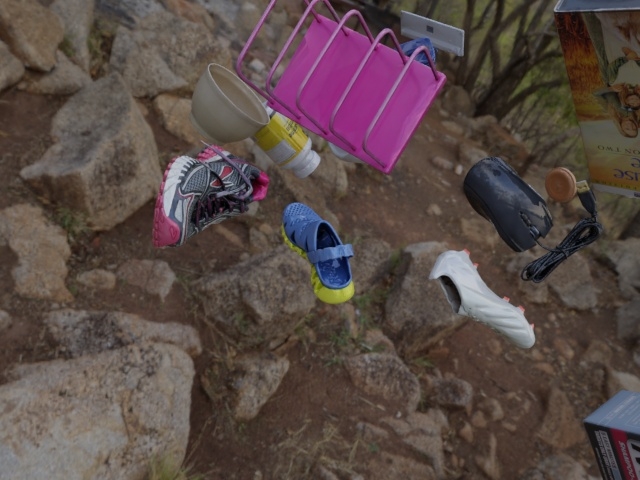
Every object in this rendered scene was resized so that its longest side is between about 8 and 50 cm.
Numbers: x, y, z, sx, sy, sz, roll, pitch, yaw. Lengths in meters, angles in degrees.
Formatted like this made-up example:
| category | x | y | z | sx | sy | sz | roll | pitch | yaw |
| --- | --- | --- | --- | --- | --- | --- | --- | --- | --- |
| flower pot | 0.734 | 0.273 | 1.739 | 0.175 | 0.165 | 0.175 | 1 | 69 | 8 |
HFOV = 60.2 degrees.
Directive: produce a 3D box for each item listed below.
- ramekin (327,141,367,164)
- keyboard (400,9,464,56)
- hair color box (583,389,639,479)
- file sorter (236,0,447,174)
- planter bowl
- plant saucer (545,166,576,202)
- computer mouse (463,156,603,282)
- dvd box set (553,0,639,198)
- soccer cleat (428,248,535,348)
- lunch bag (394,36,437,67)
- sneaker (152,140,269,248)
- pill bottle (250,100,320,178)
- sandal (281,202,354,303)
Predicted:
| category | x | y | z | sx | sy | sz | roll | pitch | yaw |
| --- | --- | --- | --- | --- | --- | --- | --- | --- | --- |
| ramekin | 0.103 | -0.316 | 1.556 | 0.109 | 0.207 | 0.207 | -7 | 38 | -32 |
| keyboard | 0.313 | -0.592 | 1.571 | 0.014 | 0.072 | 0.256 | -24 | 43 | -25 |
| hair color box | 0.568 | 0.334 | 0.734 | 0.114 | 0.185 | 0.374 | -23 | 5 | -27 |
| file sorter | 0.032 | -0.286 | 0.967 | 0.291 | 0.202 | 0.182 | 33 | 7 | 20 |
| planter bowl | -0.200 | -0.263 | 1.129 | 0.162 | 0.109 | 0.162 | 42 | 22 | -21 |
| plant saucer | 0.564 | -0.130 | 1.304 | 0.013 | 0.083 | 0.083 | -15 | 41 | -25 |
| computer mouse | 0.379 | -0.055 | 0.947 | 0.262 | 0.184 | 0.060 | 50 | 7 | -18 |
| dvd box set | 0.554 | -0.202 | 0.855 | 0.308 | 0.062 | 0.420 | 21 | -21 | 43 |
| soccer cleat | 0.238 | 0.099 | 0.827 | 0.196 | 0.068 | 0.076 | 47 | 66 | -4 |
| lunch bag | 0.223 | -0.424 | 1.280 | 0.099 | 0.067 | 0.065 | -15 | -12 | 16 |
| sneaker | -0.164 | -0.073 | 0.843 | 0.112 | 0.120 | 0.299 | 21 | 27 | 3 |
| pill bottle | -0.087 | -0.235 | 1.306 | 0.184 | 0.103 | 0.103 | 43 | 16 | -27 |
| sandal | 0.000 | 0.000 | 1.354 | 0.126 | 0.138 | 0.317 | -14 | 46 | -24 |
